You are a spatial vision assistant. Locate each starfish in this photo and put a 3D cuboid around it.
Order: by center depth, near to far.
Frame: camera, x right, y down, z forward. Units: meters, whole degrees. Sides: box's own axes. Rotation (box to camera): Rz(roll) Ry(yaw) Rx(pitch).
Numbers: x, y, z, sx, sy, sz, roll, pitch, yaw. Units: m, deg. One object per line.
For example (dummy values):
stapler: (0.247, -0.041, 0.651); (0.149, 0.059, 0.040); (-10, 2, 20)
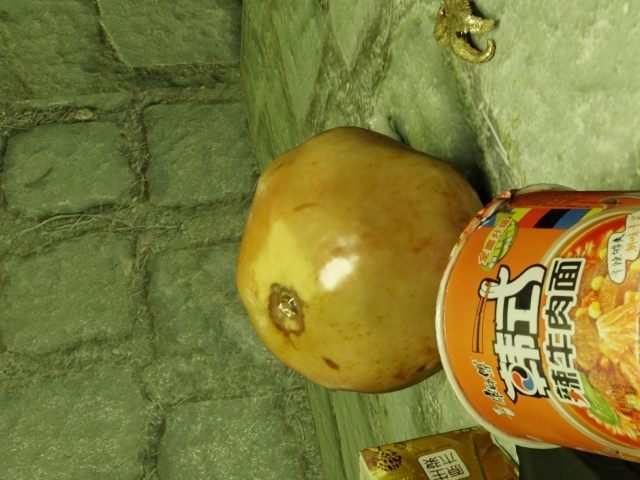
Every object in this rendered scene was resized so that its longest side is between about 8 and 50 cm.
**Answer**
starfish: (0.187, -0.331, 0.890); (0.150, 0.053, 0.209); (109, 152, -55)

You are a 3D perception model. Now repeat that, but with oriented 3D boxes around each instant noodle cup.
instant noodle cup: (0.249, 0.064, 0.499); (0.192, 0.251, 0.250); (171, 91, -68)

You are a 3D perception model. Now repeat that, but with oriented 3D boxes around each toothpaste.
toothpaste: (0.155, -0.084, 1.175); (0.100, 0.066, 0.322); (130, 126, -67)

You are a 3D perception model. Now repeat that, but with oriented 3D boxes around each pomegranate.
pomegranate: (0.077, 0.034, 0.955); (0.411, 0.412, 0.410); (171, 90, -77)

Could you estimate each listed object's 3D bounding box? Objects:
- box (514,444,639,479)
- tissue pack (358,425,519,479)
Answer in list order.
box: (0.292, 0.387, 0.682); (0.350, 0.091, 0.358); (-70, -23, -87)
tissue pack: (0.189, 0.380, 0.950); (0.183, 0.226, 0.091); (-124, 27, -64)
